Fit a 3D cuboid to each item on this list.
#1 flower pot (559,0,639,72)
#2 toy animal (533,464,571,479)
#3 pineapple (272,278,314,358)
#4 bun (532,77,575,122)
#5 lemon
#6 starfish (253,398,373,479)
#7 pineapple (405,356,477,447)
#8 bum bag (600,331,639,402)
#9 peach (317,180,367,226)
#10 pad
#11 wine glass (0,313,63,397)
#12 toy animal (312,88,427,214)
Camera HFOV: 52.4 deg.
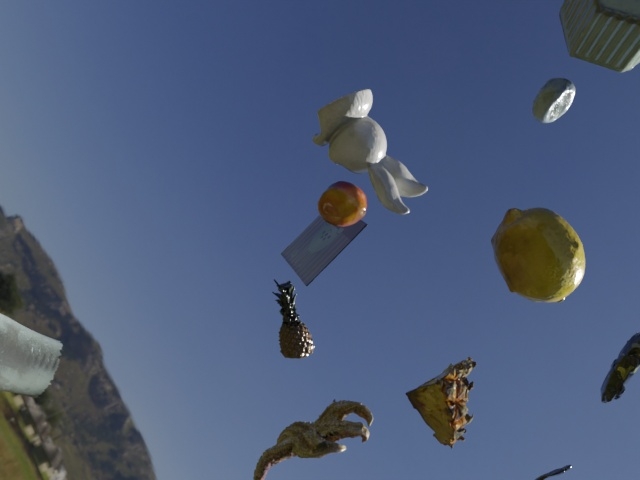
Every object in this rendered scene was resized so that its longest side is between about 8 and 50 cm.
[{"bbox_3d":[0.634,-0.492,1.344,0.209,0.239,0.189,54,-5,14],"label":"flower pot"},{"bbox_3d":[0.468,0.663,1.487,0.302,0.225,0.284,-23,-101,48],"label":"toy animal"},{"bbox_3d":[-0.043,0.121,1.020,0.058,0.058,0.124,1,-81,60],"label":"pineapple"},{"bbox_3d":[0.376,-0.229,1.057,0.045,0.083,0.083,44,-35,31],"label":"bun"},{"bbox_3d":[0.589,0.036,1.765,0.288,0.233,0.233,58,-28,2],"label":"lemon"},{"bbox_3d":[-0.023,0.341,1.099,0.071,0.216,0.238,61,-29,5],"label":"starfish"},{"bbox_3d":[0.154,0.183,0.793,0.077,0.114,0.114,5,-58,35],"label":"pineapple"},{"bbox_3d":[0.822,0.344,1.755,0.060,0.106,0.232,24,-74,9],"label":"bum bag"},{"bbox_3d":[0.048,-0.073,1.362,0.100,0.100,0.101,40,-37,39],"label":"peach"},{"bbox_3d":[0.000,0.000,1.607,0.005,0.202,0.300,45,0,-20],"label":"pad"},{"bbox_3d":[-0.445,0.130,0.809,0.103,0.222,0.103,-36,-141,37],"label":"wine glass"},{"bbox_3d":[0.077,-0.139,1.123,0.130,0.104,0.221,-23,-83,34],"label":"toy animal"}]
